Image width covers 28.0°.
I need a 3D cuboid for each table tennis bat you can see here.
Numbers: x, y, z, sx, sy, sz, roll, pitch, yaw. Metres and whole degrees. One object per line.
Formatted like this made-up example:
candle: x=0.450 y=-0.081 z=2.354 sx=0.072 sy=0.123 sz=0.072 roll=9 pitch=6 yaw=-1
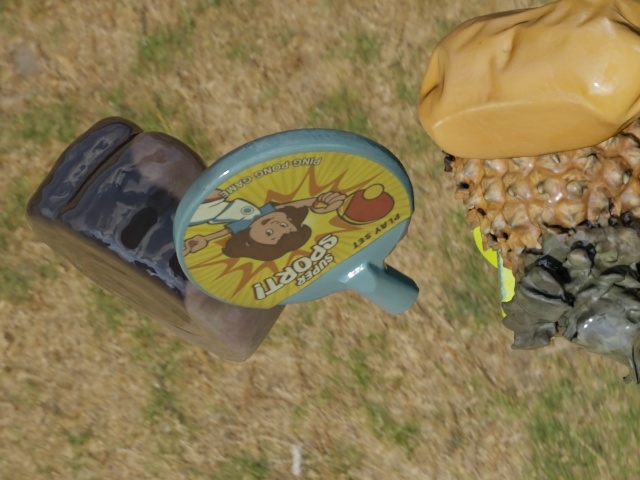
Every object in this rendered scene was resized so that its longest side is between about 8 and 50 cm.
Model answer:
table tennis bat: x=0.000 y=0.000 z=1.178 sx=0.215 sy=0.329 sz=0.044 roll=-34 pitch=54 yaw=15

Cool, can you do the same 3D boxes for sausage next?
sausage: x=0.188 y=-0.141 z=1.090 sx=0.241 sy=0.120 sz=0.136 roll=0 pitch=60 yaw=48

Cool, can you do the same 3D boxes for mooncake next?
mooncake: x=-0.164 y=0.000 z=1.401 sx=0.306 sy=0.306 sz=0.154 roll=26 pitch=72 yaw=23

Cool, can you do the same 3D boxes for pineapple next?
pineapple: x=0.237 y=-0.011 z=1.226 sx=0.223 sy=0.223 sz=0.357 roll=-14 pitch=56 yaw=11

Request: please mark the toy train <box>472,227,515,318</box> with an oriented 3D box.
toy train: x=0.303 y=-0.082 z=1.481 sx=0.272 sy=0.179 sz=0.442 roll=-10 pitch=61 yaw=18
